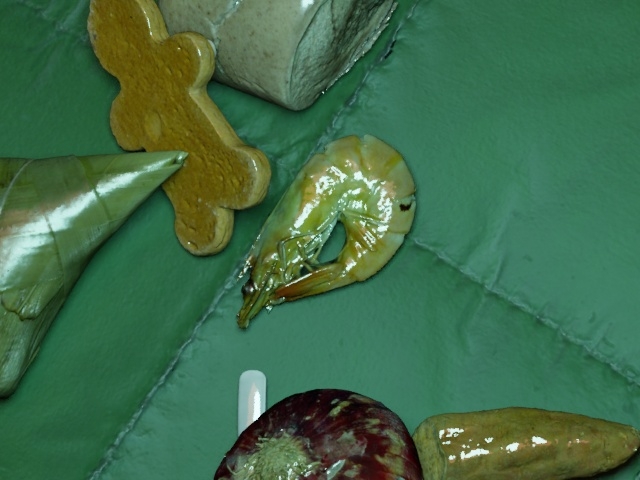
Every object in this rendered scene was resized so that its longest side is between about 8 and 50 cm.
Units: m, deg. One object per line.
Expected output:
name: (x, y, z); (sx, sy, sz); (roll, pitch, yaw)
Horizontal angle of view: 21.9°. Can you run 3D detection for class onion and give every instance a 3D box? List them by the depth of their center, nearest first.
onion: (-0.001, 0.273, 1.732); (0.246, 0.190, 0.246); (-14, 47, 16)

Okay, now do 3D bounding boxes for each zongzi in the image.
zongzi: (-0.291, 0.036, 1.848); (0.300, 0.145, 0.274); (-3, 80, 12)

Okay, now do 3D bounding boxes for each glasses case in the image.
glasses case: (-0.076, 0.186, 1.850); (0.032, 0.021, 0.083); (-2, 76, 5)

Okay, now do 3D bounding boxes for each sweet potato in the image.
sweet potato: (0.216, 0.225, 1.764); (0.251, 0.097, 0.097); (-4, 76, 9)

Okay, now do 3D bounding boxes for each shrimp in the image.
shrimp: (0.000, 0.000, 1.869); (0.145, 0.061, 0.267); (43, 83, 6)

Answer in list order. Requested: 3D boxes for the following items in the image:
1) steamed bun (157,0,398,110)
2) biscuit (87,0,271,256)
steamed bun: (-0.047, -0.314, 1.876); (0.251, 0.199, 0.301); (30, 83, 14)
biscuit: (-0.165, -0.155, 1.872); (0.049, 0.205, 0.324); (-24, 75, -42)
